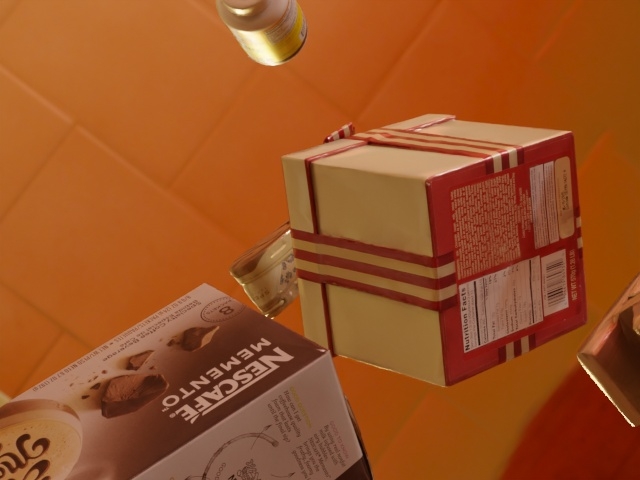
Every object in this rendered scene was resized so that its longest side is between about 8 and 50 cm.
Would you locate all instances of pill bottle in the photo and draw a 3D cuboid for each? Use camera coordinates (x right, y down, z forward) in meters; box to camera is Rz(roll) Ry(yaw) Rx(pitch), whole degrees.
[{"bbox_3d":[-0.097,-0.367,2.276,0.117,0.117,0.215,-53,-18,-4],"label":"pill bottle"}]

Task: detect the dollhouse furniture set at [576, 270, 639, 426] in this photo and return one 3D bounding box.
[{"bbox_3d":[0.457,0.087,0.939,0.256,0.394,0.362,-44,5,-37],"label":"dollhouse furniture set"}]

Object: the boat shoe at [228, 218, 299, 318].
[{"bbox_3d":[0.000,0.000,1.924,0.285,0.089,0.104,-36,8,-31],"label":"boat shoe"}]

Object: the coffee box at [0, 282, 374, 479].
[{"bbox_3d":[-0.137,0.167,0.955,0.297,0.119,0.168,-31,30,-24],"label":"coffee box"}]

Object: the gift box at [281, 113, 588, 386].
[{"bbox_3d":[0.128,0.004,1.539,0.276,0.255,0.258,-13,16,-39],"label":"gift box"}]
